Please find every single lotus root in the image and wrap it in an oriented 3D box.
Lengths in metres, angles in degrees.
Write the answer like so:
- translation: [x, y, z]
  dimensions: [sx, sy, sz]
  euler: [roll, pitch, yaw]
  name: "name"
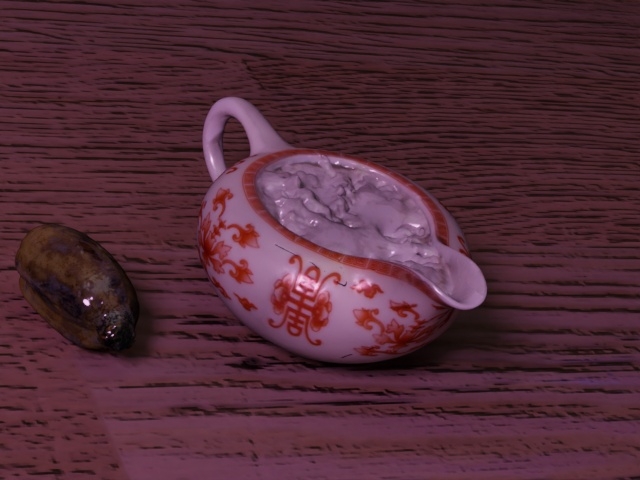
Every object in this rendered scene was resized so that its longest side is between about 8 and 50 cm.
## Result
- translation: [-0.130, 0.028, 1.015]
  dimensions: [0.049, 0.054, 0.099]
  euler: [-29, 49, -26]
  name: "lotus root"

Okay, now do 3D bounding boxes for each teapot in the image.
- translation: [0.000, 0.000, 1.075]
  dimensions: [0.159, 0.116, 0.245]
  euler: [-25, 52, -33]
  name: "teapot"
